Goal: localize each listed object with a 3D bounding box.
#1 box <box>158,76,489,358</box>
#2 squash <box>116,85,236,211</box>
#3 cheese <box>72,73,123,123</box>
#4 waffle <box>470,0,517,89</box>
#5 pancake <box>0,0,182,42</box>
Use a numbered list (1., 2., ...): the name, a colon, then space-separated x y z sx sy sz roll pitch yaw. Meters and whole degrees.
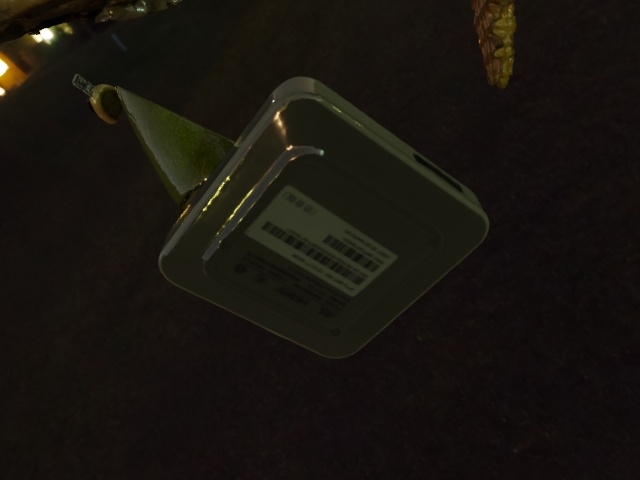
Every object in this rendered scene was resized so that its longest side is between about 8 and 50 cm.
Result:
1. box: 0.000 0.000 0.840 0.373 0.367 0.090 -48 25 27
2. squash: -0.211 -0.188 0.957 0.189 0.189 0.260 -31 78 19
3. cheese: -0.532 -0.347 1.367 0.036 0.162 0.086 19 81 22
4. waffle: 0.289 -0.376 0.943 0.059 0.243 0.237 -7 51 9
5. pancake: -0.267 -0.226 0.517 0.382 0.071 0.382 -8 28 4
